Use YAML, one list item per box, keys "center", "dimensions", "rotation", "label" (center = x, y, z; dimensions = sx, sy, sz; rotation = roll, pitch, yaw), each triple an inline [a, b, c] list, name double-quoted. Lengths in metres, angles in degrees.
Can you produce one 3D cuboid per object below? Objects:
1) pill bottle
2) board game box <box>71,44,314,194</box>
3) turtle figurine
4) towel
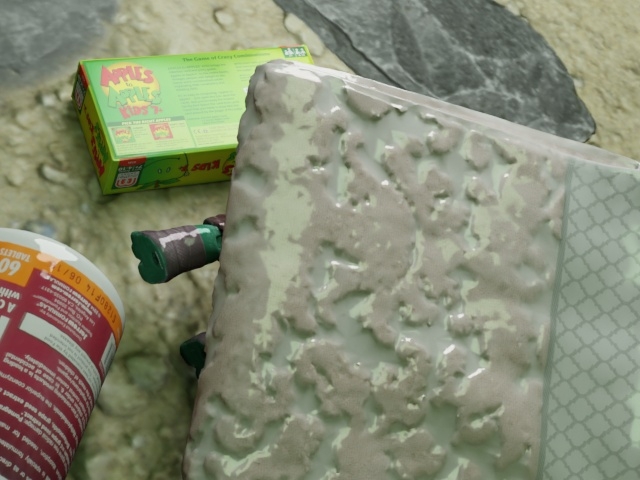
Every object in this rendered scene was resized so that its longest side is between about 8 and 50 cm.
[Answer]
- center: [-0.197, 0.110, 0.700]
  dimensions: [0.121, 0.121, 0.221]
  rotation: [21, 51, -6]
  label: "pill bottle"
- center: [-0.082, -0.092, 0.935]
  dimensions: [0.181, 0.043, 0.092]
  rotation: [-8, 59, -26]
  label: "board game box"
- center: [0.000, 0.000, 0.863]
  dimensions: [0.234, 0.118, 0.175]
  rotation: [-25, 68, -26]
  label: "turtle figurine"
- center: [0.082, 0.079, 0.786]
  dimensions: [0.317, 0.053, 0.331]
  rotation: [12, 78, -15]
  label: "towel"
